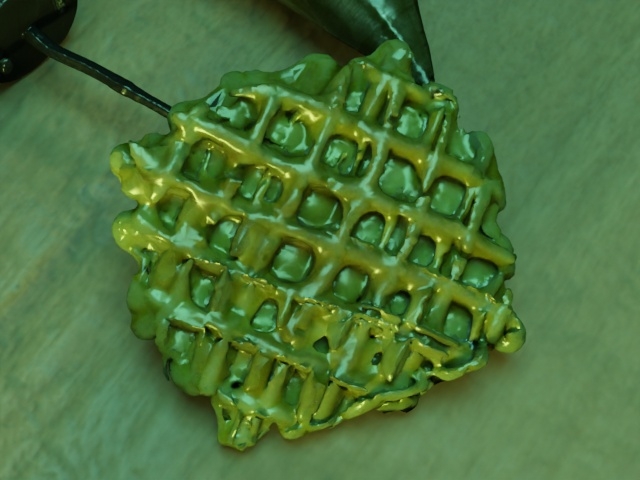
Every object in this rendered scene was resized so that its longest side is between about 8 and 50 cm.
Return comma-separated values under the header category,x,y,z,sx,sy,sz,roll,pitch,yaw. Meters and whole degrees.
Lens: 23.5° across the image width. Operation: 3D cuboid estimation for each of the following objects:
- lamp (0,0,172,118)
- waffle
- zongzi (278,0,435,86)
category,x,y,z,sx,sy,sz,roll,pitch,yaw
lamp,-0.110,-0.131,1.286,0.371,0.130,0.108,19,75,14
waffle,0.000,0.000,1.187,0.317,0.073,0.297,-20,87,-12
zongzi,0.050,-0.318,1.385,0.360,0.160,0.323,39,65,18
